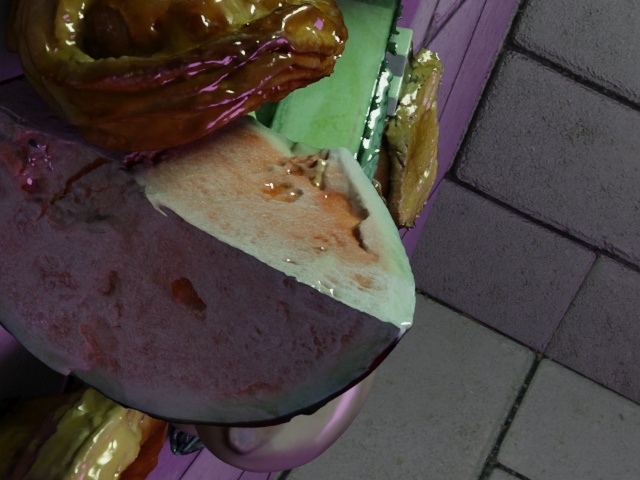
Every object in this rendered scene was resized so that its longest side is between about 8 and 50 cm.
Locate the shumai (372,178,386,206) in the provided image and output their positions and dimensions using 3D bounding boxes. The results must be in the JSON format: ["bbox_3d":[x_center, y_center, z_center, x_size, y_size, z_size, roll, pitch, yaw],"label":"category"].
[{"bbox_3d":[-0.001,0.003,1.397,0.218,0.185,0.184,85,19,-72],"label":"shumai"}]

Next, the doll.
[{"bbox_3d":[-0.072,0.097,1.123,0.226,0.215,0.370,-36,-171,-22],"label":"doll"}]

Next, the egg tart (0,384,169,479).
[{"bbox_3d":[-0.249,0.249,0.972,0.352,0.150,0.352,-64,176,-8],"label":"egg tart"}]

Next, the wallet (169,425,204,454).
[{"bbox_3d":[-0.127,0.206,1.710,0.237,0.075,0.342,-57,172,1],"label":"wallet"}]

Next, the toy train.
[{"bbox_3d":[-0.037,-0.098,0.937,0.159,0.188,0.272,99,4,-59],"label":"toy train"}]

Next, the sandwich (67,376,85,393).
[{"bbox_3d":[-0.226,0.138,1.124,0.083,0.031,0.044,-63,166,16],"label":"sandwich"}]

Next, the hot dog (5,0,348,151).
[{"bbox_3d":[-0.080,-0.148,0.722,0.114,0.175,0.259,-47,178,30],"label":"hot dog"}]

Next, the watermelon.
[{"bbox_3d":[-0.079,0.005,0.729,0.224,0.305,0.180,-61,167,-12],"label":"watermelon"}]

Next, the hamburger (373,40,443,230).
[{"bbox_3d":[0.090,-0.132,1.691,0.211,0.132,0.309,-49,150,-45],"label":"hamburger"}]
